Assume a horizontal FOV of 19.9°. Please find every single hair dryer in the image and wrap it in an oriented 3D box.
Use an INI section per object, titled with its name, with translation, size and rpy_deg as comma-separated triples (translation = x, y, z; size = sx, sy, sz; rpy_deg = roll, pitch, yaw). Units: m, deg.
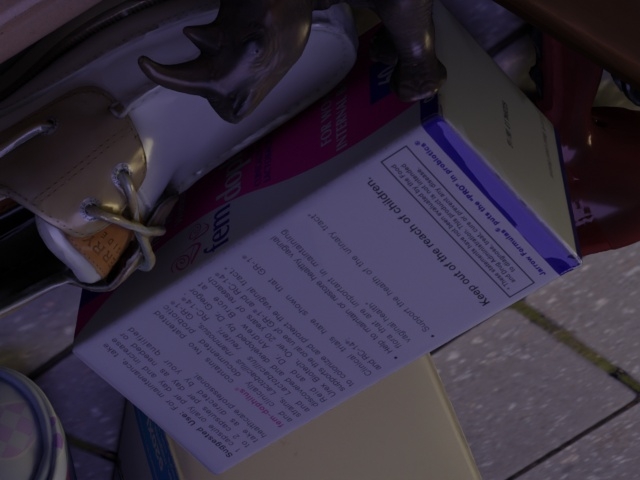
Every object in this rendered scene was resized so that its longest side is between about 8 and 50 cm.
[hair dryer]
translation = 0.126, -0.081, 0.949
size = 0.293, 0.080, 0.224
rpy_deg = -43, 126, 19

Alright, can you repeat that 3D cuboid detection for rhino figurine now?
[rhino figurine]
translation = 0.030, -0.119, 0.768
size = 0.243, 0.073, 0.106
rpy_deg = -25, 120, -20

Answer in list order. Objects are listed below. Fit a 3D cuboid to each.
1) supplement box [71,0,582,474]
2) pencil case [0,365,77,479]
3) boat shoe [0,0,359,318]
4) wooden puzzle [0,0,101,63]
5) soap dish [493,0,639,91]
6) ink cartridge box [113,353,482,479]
[supplement box]
translation = 0.000, 0.000, 0.884
size = 0.220, 0.111, 0.114
rpy_deg = -34, 121, 23
[pencil case]
translation = -0.196, 0.185, 1.070
size = 0.124, 0.113, 0.273
rpy_deg = -8, 145, -4
[boat shoe]
translation = -0.112, -0.026, 0.831
size = 0.302, 0.103, 0.113
rpy_deg = -27, 147, 6
[wooden puzzle]
translation = -0.117, -0.166, 0.694
size = 0.221, 0.044, 0.239
rpy_deg = -30, 151, 10
[soap dish]
translation = 0.112, -0.157, 0.545
size = 0.229, 0.291, 0.118
rpy_deg = -47, 145, -7
[ink cartridge box]
translation = -0.023, 0.175, 1.106
size = 0.171, 0.168, 0.232
rpy_deg = -9, 144, -19
